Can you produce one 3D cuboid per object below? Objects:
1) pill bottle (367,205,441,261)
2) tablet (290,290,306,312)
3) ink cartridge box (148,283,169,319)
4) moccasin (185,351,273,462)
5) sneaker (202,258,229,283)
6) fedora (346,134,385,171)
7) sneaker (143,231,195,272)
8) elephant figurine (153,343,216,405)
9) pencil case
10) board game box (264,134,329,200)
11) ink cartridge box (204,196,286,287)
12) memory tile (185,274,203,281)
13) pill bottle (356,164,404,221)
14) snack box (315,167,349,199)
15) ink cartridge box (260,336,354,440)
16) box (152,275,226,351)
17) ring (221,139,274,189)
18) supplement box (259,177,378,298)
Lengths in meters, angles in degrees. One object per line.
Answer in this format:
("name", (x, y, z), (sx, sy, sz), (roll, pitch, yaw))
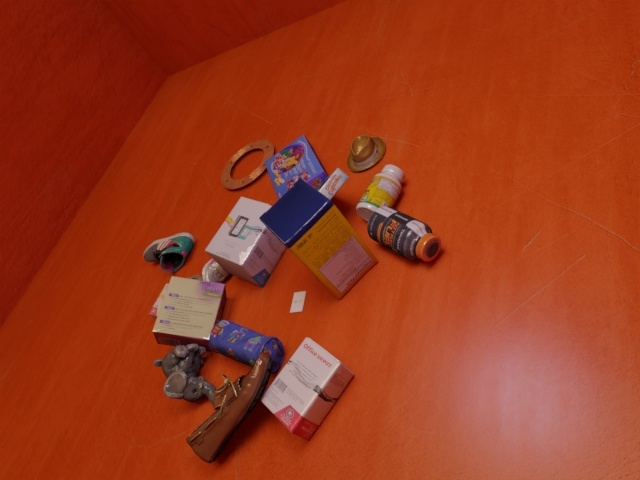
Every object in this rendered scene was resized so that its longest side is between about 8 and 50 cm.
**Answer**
("pill bottle", (0.277, -0.017, 1.527), (0.130, 0.130, 0.246), (-49, 42, -8))
("tablet", (-0.082, 0.223, 1.687), (0.054, 0.006, 0.083), (-12, 49, 30))
("ink cartridge box", (-0.652, 0.257, 2.042), (0.115, 0.067, 0.198), (0, 55, 37))
("moccasin", (-0.282, 0.500, 1.446), (0.147, 0.139, 0.380), (36, 101, 5))
("sneaker", (-0.409, 0.100, 1.967), (0.111, 0.103, 0.252), (-4, 54, 37))
("fedora", (0.177, -0.381, 1.952), (0.194, 0.079, 0.194), (-21, 46, 23))
("sneaker", (-0.746, 0.082, 2.231), (0.295, 0.124, 0.178), (-21, 36, 20))
("elephant figurine", (-0.473, 0.502, 1.648), (0.186, 0.169, 0.239), (-47, 49, 40))
("pencil case", (-0.259, 0.362, 1.618), (0.306, 0.119, 0.133), (7, 36, 41))
("board game box", (-0.110, -0.313, 2.112), (0.233, 0.078, 0.347), (-33, 42, 9))
("ink cartridge box", (-0.271, 0.004, 1.845), (0.197, 0.198, 0.270), (19, 67, 29))
("memory tile", (-0.564, 0.184, 2.014), (0.113, 0.012, 0.148), (13, 24, 39))
("pill bottle", (0.226, -0.173, 1.708), (0.117, 0.117, 0.208), (13, 65, 43))
("snack box", (-0.008, -0.159, 1.790), (0.187, 0.060, 0.322), (-52, 7, -12))
("ink cartridge box", (-0.040, 0.439, 1.398), (0.172, 0.100, 0.237), (26, 74, 47))
("box", (-0.496, 0.282, 1.792), (0.213, 0.117, 0.243), (8, 54, -1))
("ring", (-0.376, -0.391, 2.418), (0.336, 0.032, 0.336), (-20, 46, 22))
("supplement box", (0.000, 0.000, 1.549), (0.194, 0.356, 0.195), (-44, 42, -4))
